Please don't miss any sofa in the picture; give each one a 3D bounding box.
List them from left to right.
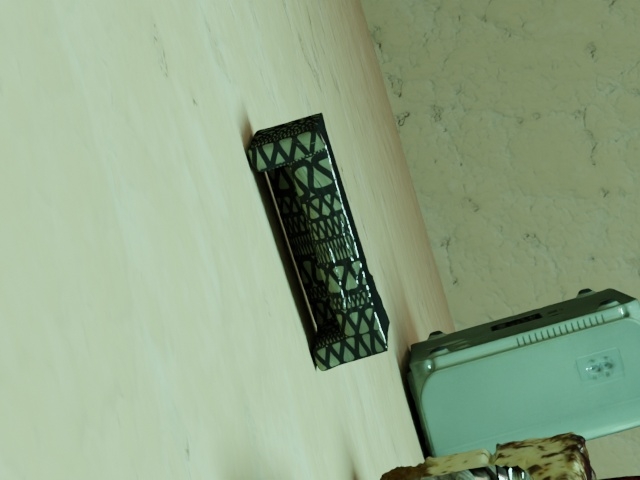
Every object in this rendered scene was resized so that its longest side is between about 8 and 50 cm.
[{"bbox_3d":[0.000,0.000,0.867,0.060,0.039,0.118,-88,160,-78],"label":"sofa"}]

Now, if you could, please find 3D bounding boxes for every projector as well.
[{"bbox_3d":[0.179,0.114,1.502,0.250,0.198,0.108,-34,108,-85],"label":"projector"}]

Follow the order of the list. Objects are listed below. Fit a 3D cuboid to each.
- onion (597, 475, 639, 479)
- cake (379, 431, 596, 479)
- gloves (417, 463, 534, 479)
[{"bbox_3d":[0.237,0.290,1.205,0.195,0.272,0.272,79,-2,-58],"label":"onion"},{"bbox_3d":[0.102,0.229,0.843,0.135,0.112,0.246,-66,142,-78],"label":"cake"},{"bbox_3d":[0.092,0.219,0.590,0.312,0.135,0.210,54,-21,16],"label":"gloves"}]
